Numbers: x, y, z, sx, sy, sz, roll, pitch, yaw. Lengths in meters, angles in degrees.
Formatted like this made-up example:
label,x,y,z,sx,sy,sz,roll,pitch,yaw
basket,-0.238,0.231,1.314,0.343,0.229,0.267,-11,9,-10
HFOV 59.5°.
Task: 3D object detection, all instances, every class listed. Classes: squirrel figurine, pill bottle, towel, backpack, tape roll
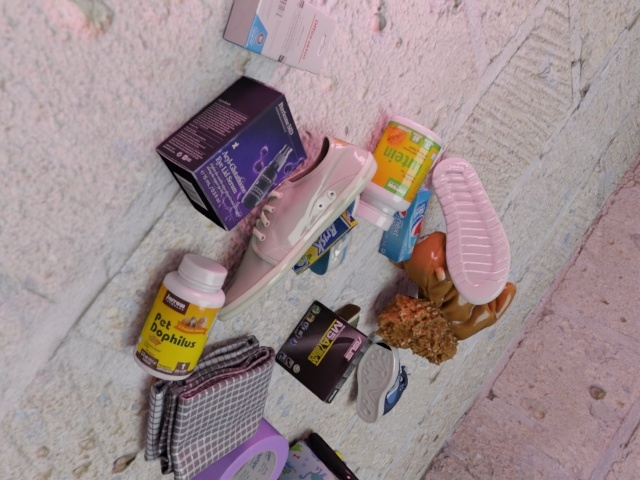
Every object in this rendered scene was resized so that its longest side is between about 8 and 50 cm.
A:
label,x,y,z,sx,sy,sz,roll,pitch,yaw
squirrel figurine,0.346,0.172,1.684,0.397,0.281,0.370,-56,140,-8
pill bottle,-0.250,0.137,1.021,0.117,0.117,0.215,12,106,-55
towel,-0.229,0.359,1.206,0.283,0.121,0.235,-19,132,-49
pill bottle,0.171,-0.153,1.310,0.136,0.136,0.246,18,101,-56
backpack,-0.072,0.766,1.637,0.355,0.290,0.273,-42,135,-11
tape roll,-0.212,0.600,1.464,0.274,0.090,0.275,-33,139,-34

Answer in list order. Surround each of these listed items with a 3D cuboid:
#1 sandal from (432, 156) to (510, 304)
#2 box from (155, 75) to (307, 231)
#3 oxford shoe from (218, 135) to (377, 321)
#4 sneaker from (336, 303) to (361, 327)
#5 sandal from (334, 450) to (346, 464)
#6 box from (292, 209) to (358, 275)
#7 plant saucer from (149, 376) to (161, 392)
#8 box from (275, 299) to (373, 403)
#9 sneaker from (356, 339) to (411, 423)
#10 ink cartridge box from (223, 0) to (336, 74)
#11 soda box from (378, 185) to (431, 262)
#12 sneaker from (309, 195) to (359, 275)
label,x,y,z,sx,sy,sz,roll,pitch,yaw
sandal,0.420,-0.030,1.554,0.102,0.169,0.417,37,43,-73
box,-0.142,-0.147,0.943,0.207,0.108,0.153,-46,144,-17
oxford shoe,-0.074,-0.031,1.119,0.130,0.169,0.449,41,90,-15
sneaker,0.042,0.251,1.529,0.192,0.064,0.086,-27,130,-42
sandal,0.052,0.915,2.008,0.126,0.138,0.318,-24,135,-43
box,0.000,0.000,1.218,0.169,0.054,0.059,-43,175,20
plant saucer,-0.315,0.290,1.153,0.083,0.013,0.084,-33,139,-34
box,0.005,0.274,1.395,0.191,0.184,0.045,-54,145,-5
sneaker,0.229,0.435,1.879,0.236,0.130,0.323,-25,131,-53
ink cartridge box,-0.063,-0.350,0.925,0.180,0.060,0.104,2,114,-52
soda box,0.229,-0.049,1.524,0.067,0.071,0.210,-16,128,-45
sneaker,0.037,-0.032,1.294,0.092,0.087,0.229,-21,138,-53
